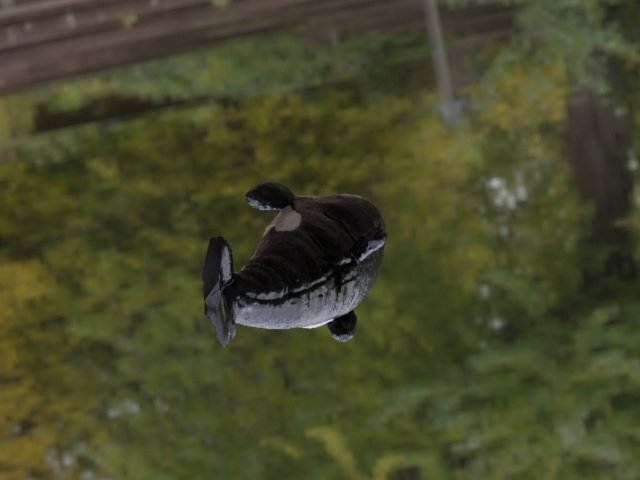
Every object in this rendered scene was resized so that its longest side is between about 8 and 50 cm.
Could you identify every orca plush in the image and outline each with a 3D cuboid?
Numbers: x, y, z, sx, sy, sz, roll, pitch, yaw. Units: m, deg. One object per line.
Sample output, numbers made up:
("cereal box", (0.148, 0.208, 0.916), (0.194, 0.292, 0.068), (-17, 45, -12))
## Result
("orca plush", (0.000, 0.000, 1.629), (0.102, 0.151, 0.287), (-30, 165, 26))
